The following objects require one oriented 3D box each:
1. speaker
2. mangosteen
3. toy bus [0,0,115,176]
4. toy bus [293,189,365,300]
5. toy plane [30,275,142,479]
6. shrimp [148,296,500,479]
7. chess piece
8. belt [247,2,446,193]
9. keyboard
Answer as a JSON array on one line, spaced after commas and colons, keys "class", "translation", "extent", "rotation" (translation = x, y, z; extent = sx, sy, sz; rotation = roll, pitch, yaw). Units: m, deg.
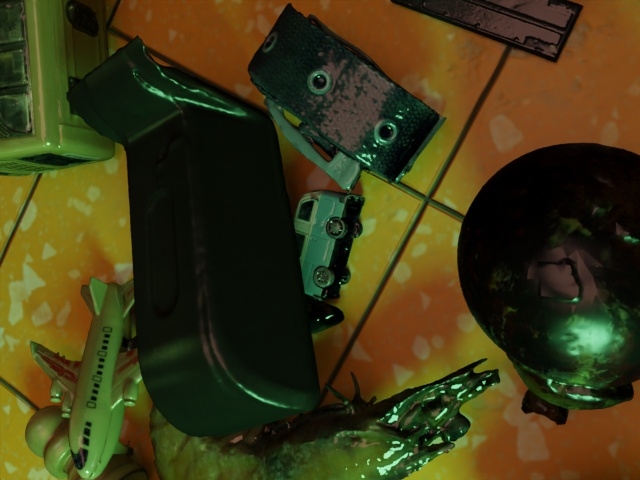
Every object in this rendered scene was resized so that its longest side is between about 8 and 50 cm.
[{"class": "speaker", "translation": [-0.145, 0.006, 0.822], "extent": [0.180, 0.184, 0.388], "rotation": [-25, 66, 36]}, {"class": "mangosteen", "translation": [0.232, 0.052, 0.725], "extent": [0.231, 0.231, 0.289], "rotation": [29, 133, 19]}, {"class": "toy bus", "translation": [-0.374, -0.272, 0.973], "extent": [0.201, 0.177, 0.365], "rotation": [-5, 90, 17]}, {"class": "toy bus", "translation": [0.000, 0.000, 0.877], "extent": [0.075, 0.060, 0.123], "rotation": [17, 97, 24]}, {"class": "toy plane", "translation": [-0.262, 0.159, 0.941], "extent": [0.242, 0.104, 0.256], "rotation": [-14, 67, 21]}, {"class": "shrimp", "translation": [-0.017, 0.173, 0.865], "extent": [0.445, 0.085, 0.272], "rotation": [-19, 71, 26]}, {"class": "chess piece", "translation": [-0.305, 0.273, 0.976], "extent": [0.170, 0.094, 0.094], "rotation": [37, 101, 25]}, {"class": "belt", "translation": [0.012, -0.151, 0.844], "extent": [0.218, 0.122, 0.128], "rotation": [42, 104, 16]}, {"class": "keyboard", "translation": [0.177, -0.258, 0.843], "extent": [0.202, 0.011, 0.067], "rotation": [27, 96, 20]}]
